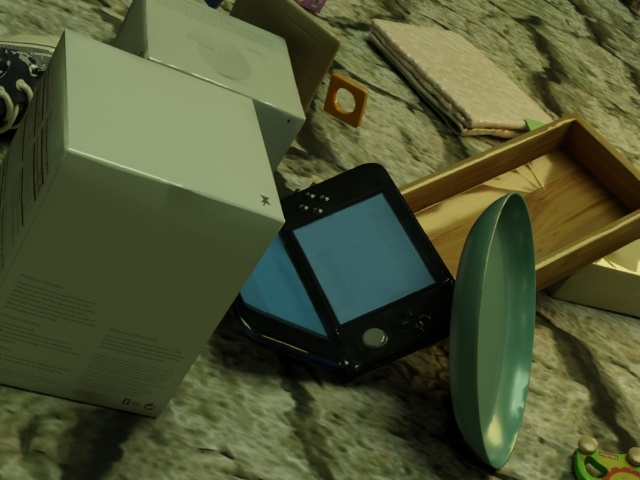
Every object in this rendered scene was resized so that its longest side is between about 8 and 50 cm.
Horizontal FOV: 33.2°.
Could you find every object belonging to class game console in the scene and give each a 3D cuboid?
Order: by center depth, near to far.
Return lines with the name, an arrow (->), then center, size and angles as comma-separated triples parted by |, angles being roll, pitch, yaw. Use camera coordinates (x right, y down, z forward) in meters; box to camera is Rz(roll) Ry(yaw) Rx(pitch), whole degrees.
game console -> 0.000, 0.000, 1.251 | 0.250, 0.173, 0.293 | -24, 50, -4

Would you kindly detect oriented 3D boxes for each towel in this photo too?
towel -> 0.284, -0.314, 2.134 | 0.317, 0.053, 0.332 | -3, 46, -46

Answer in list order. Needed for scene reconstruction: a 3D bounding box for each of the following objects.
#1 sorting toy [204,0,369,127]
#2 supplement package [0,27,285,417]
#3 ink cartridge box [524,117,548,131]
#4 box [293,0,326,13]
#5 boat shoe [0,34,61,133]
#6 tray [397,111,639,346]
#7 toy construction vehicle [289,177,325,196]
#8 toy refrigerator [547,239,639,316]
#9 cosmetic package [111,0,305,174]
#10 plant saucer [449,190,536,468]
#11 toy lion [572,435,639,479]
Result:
sorting toy -> -0.063, -0.282, 1.596 | 0.348, 0.196, 0.047 | 41, 43, 13
supplement package -> -0.193, -0.010, 0.993 | 0.199, 0.262, 0.198 | 18, 33, -27
ink cartridge box -> 0.498, -0.140, 2.032 | 0.171, 0.056, 0.235 | 9, 53, -35
box -> -0.133, -0.559, 2.080 | 0.293, 0.057, 0.201 | 18, 32, -26
boat shoe -> -0.373, -0.150, 1.190 | 0.341, 0.127, 0.158 | 7, 45, -26
tray -> 0.258, -0.025, 1.480 | 0.411, 0.076, 0.203 | -23, 57, -25
toy construction vehicle -> 0.004, -0.048, 1.486 | 0.086, 0.035, 0.098 | 25, 26, 7
toy refrigerator -> 0.475, 0.054, 1.738 | 0.270, 0.094, 0.102 | 12, 39, -30
cosmetic package -> -0.160, -0.209, 1.450 | 0.224, 0.138, 0.224 | 19, 34, -23
plant saucer -> 0.200, 0.101, 1.240 | 0.044, 0.317, 0.317 | 4, 21, 22
toy lion -> 0.359, 0.293, 1.307 | 0.100, 0.034, 0.096 | 14, 41, 3
